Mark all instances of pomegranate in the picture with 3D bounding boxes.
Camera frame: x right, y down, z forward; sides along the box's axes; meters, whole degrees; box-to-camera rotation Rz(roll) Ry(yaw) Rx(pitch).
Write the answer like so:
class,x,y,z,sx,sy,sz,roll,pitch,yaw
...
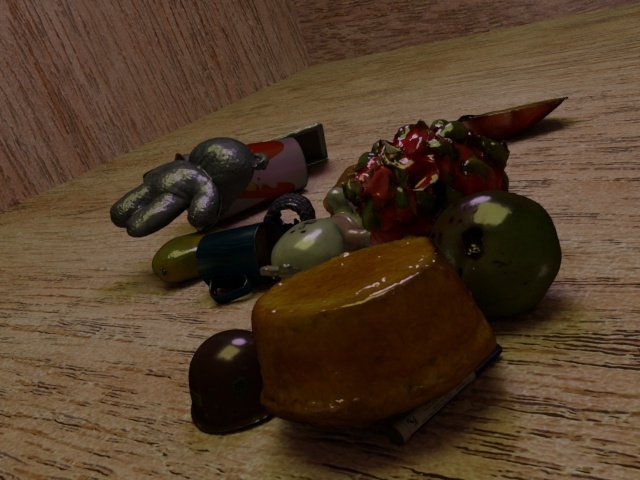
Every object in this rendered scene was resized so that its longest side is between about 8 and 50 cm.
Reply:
class,x,y,z,sx,sy,sz,roll,pitch,yaw
pomegranate,0.255,0.022,1.162,0.211,0.179,0.179,7,4,-30

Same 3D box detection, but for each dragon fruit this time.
class,x,y,z,sx,sy,sz,roll,pitch,yaw
dragon fruit,0.186,-0.070,1.342,0.303,0.236,0.231,3,-9,-40

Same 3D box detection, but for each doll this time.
class,x,y,z,sx,sy,sz,roll,pitch,yaw
doll,-0.284,-0.097,1.825,0.340,0.158,0.246,-43,44,-23
doll,0.006,0.009,1.514,0.155,0.113,0.275,1,34,40

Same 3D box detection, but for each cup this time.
class,x,y,z,sx,sy,sz,roll,pitch,yaw
cup,-0.155,0.037,1.564,0.138,0.113,0.150,-10,18,28
cup,-0.188,-0.154,2.051,0.289,0.202,0.203,-17,17,-19

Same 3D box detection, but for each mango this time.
class,x,y,z,sx,sy,sz,roll,pitch,yaw
mango,-0.257,0.025,1.737,0.191,0.085,0.122,-30,18,-28

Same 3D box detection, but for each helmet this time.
class,x,y,z,sx,sy,sz,roll,pitch,yaw
helmet,-0.120,0.174,1.157,0.155,0.106,0.175,-22,15,-12

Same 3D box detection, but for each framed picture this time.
class,x,y,z,sx,sy,sz,roll,pitch,yaw
framed picture,-0.126,-0.218,2.214,0.293,0.018,0.231,-19,-16,-2

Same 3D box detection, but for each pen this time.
class,x,y,z,sx,sy,sz,roll,pitch,yaw
pen,0.152,0.179,1.006,0.204,0.025,0.025,-31,22,-36

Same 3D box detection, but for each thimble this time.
class,x,y,z,sx,sy,sz,roll,pitch,yaw
thimble,-0.065,-0.047,1.744,0.104,0.095,0.066,5,28,19

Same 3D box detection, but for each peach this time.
class,x,y,z,sx,sy,sz,roll,pitch,yaw
peach,0.448,-0.280,1.970,0.279,0.068,0.189,-5,15,39

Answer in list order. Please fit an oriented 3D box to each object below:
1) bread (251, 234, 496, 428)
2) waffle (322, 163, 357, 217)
class,x,y,z,sx,sy,sz,roll,pitch,yaw
bread,0.055,0.110,1.029,0.312,0.172,0.312,-19,8,3
waffle,0.185,-0.105,1.675,0.328,0.098,0.224,-11,22,24
